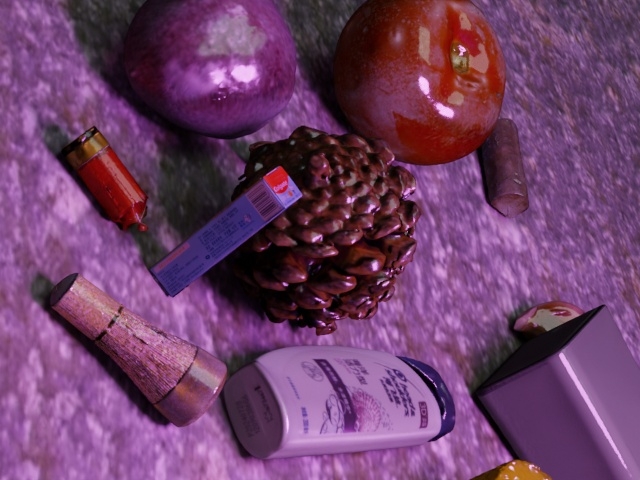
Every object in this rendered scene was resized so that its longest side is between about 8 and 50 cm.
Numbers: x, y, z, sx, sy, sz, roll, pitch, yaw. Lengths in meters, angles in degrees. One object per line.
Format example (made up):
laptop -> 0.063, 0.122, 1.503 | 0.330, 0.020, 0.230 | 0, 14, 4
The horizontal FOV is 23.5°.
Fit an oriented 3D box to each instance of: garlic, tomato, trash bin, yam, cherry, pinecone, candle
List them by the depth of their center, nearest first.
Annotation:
candle -> -0.235, -0.064, 1.735 | 0.131, 0.052, 0.052 | 53, 30, -5
pinecone -> -0.007, -0.011, 1.832 | 0.243, 0.257, 0.244 | 11, 60, -20
cherry -> -0.133, -0.230, 1.914 | 0.266, 0.183, 0.213 | -27, 75, -44
trash bin -> 0.394, 0.295, 2.180 | 0.343, 0.158, 0.223 | 60, 31, -2
tomato -> 0.136, -0.238, 2.267 | 0.270, 0.222, 0.270 | 14, 69, -41
garlic -> 0.378, 0.184, 2.349 | 0.128, 0.090, 0.198 | -24, 87, -44
yam -> 0.303, -0.118, 2.538 | 0.068, 0.068, 0.169 | 31, 42, -36

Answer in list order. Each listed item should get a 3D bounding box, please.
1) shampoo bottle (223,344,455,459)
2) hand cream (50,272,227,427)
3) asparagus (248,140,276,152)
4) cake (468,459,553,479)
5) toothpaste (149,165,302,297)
shampoo bottle -> 0.030, 0.187, 1.838 | 0.359, 0.078, 0.134 | 5, 53, -53
hand cream -> -0.197, 0.109, 1.606 | 0.203, 0.084, 0.084 | 38, 34, -15
asparagus -> 0.013, -0.072, 2.071 | 0.287, 0.080, 0.080 | 28, 40, -38
cake -> 0.256, 0.404, 1.874 | 0.260, 0.156, 0.179 | 41, 48, -13
toothpaste -> -0.103, -0.011, 1.726 | 0.044, 0.193, 0.070 | 53, 29, -1
